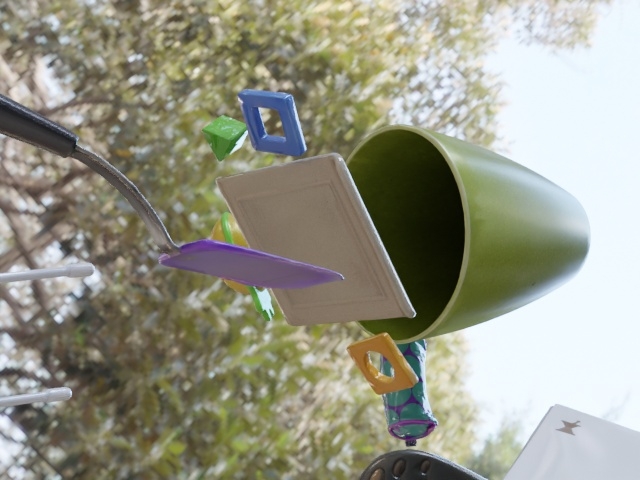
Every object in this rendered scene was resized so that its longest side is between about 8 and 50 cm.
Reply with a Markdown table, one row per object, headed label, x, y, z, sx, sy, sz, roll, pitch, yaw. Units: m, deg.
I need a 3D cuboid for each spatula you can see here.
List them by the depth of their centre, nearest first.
| label | x | y | z | sx | sy | sz | roll | pitch | yaw |
| --- | --- | --- | --- | --- | --- | --- | --- | --- | --- |
| spatula | -0.123 | -0.033 | 0.687 | 0.296 | 0.030 | 0.084 | 32 | -23 | -22 |

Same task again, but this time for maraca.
| label | x | y | z | sx | sy | sz | roll | pitch | yaw |
| --- | --- | --- | --- | --- | --- | --- | --- | --- | --- |
| maraca | -0.117 | 0.041 | 1.959 | 0.099 | 0.127 | 0.185 | -22 | -85 | 10 |

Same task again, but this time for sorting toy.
| label | x | y | z | sx | sy | sz | roll | pitch | yaw |
| --- | --- | --- | --- | --- | --- | --- | --- | --- | --- |
| sorting toy | 0.000 | 0.000 | 1.226 | 0.196 | 0.047 | 0.347 | -6 | -64 | 47 |

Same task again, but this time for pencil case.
| label | x | y | z | sx | sy | sz | roll | pitch | yaw |
| --- | --- | --- | --- | --- | --- | --- | --- | --- | --- |
| pencil case | 0.117 | 0.195 | 1.641 | 0.070 | 0.151 | 0.064 | 7 | -41 | -13 |

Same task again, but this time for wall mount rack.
| label | x | y | z | sx | sy | sz | roll | pitch | yaw |
| --- | --- | --- | --- | --- | --- | --- | --- | --- | --- |
| wall mount rack | -0.413 | 0.158 | 1.480 | 0.131 | 0.304 | 0.350 | 22 | -61 | 9 |

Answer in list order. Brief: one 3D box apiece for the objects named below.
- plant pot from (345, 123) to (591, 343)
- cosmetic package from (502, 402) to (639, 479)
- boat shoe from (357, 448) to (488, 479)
| label | x | y | z | sx | sy | sz | roll | pitch | yaw |
| --- | --- | --- | --- | --- | --- | --- | --- | --- | --- |
| plant pot | 0.208 | -0.007 | 1.609 | 0.275 | 0.294 | 0.274 | 0 | -91 | 54 |
| cosmetic package | 0.199 | 0.321 | 0.831 | 0.197 | 0.155 | 0.365 | 15 | -60 | 25 |
| boat shoe | 0.183 | 0.286 | 1.094 | 0.324 | 0.122 | 0.120 | 29 | -13 | 12 |
